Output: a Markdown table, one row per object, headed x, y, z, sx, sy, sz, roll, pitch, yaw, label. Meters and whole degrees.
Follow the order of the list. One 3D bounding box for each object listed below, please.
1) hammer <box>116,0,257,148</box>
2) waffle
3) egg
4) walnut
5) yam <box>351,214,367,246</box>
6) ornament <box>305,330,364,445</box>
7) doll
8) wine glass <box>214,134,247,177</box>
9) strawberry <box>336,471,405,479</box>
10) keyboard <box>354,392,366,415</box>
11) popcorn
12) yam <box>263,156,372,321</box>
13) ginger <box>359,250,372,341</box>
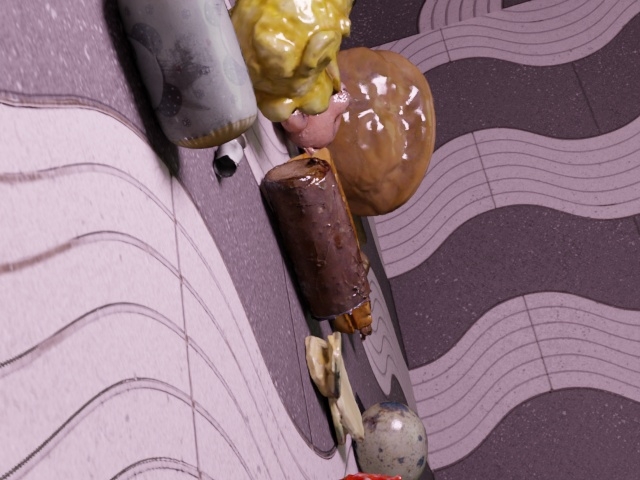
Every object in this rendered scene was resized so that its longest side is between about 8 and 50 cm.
| x | y | z | sx | sy | sz | roll | pitch | yaw | label |
| --- | --- | --- | --- | --- | --- | --- | --- | --- | --- |
| -0.143 | -0.226 | 1.006 | 0.305 | 0.113 | 0.201 | -98 | 174 | -71 | hammer |
| 0.022 | 0.005 | 1.734 | 0.224 | 0.098 | 0.327 | -93 | 165 | -51 | waffle |
| 0.132 | 0.389 | 1.638 | 0.141 | 0.141 | 0.181 | -75 | 158 | -75 | egg |
| 0.100 | -0.263 | 2.033 | 0.383 | 0.384 | 0.383 | -15 | 90 | -82 | walnut |
| 0.062 | -0.107 | 2.332 | 0.071 | 0.067 | 0.317 | -116 | -175 | -52 | yam |
| 0.026 | 0.232 | 1.493 | 0.180 | 0.059 | 0.201 | -93 | 169 | -61 | ornament |
| -0.034 | -0.300 | 1.731 | 0.303 | 0.156 | 0.201 | 53 | 24 | -60 | doll |
| -0.121 | -0.112 | 1.163 | 0.039 | 0.042 | 0.083 | 32 | 28 | -17 | wine glass |
| 0.049 | 0.381 | 1.073 | 0.178 | 0.234 | 0.233 | 27 | -41 | 61 | strawberry |
| 0.099 | 0.395 | 1.835 | 0.196 | 0.015 | 0.074 | 67 | 7 | -48 | keyboard |
| -0.056 | -0.322 | 1.402 | 0.286 | 0.215 | 0.252 | -86 | -168 | -63 | popcorn |
| 0.000 | -0.001 | 1.465 | 0.131 | 0.131 | 0.279 | -90 | 164 | -62 | yam |
| 0.088 | 0.106 | 2.037 | 0.290 | 0.084 | 0.122 | -95 | 160 | -56 | ginger |
